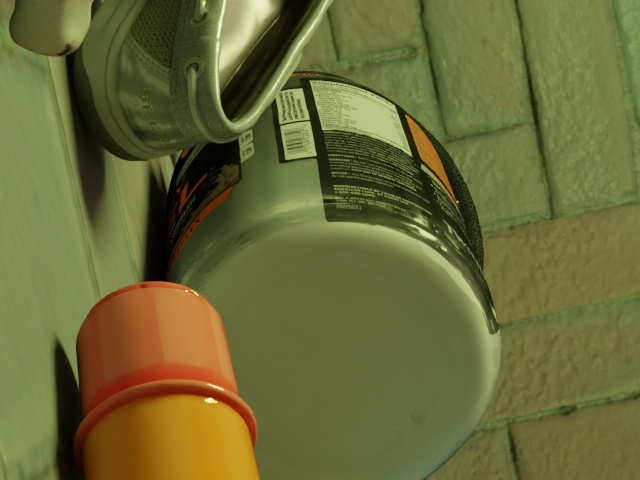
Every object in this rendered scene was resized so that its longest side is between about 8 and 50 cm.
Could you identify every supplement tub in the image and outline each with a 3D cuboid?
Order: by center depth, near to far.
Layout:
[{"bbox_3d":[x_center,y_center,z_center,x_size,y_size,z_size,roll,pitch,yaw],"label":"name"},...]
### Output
[{"bbox_3d":[-0.003,0.013,1.164,0.338,0.207,0.207,-100,177,-68],"label":"supplement tub"}]

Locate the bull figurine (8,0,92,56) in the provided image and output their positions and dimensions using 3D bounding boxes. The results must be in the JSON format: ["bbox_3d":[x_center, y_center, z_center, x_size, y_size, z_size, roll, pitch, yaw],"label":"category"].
[{"bbox_3d":[-0.115,-0.218,0.760,0.188,0.101,0.310,89,-10,-77],"label":"bull figurine"}]

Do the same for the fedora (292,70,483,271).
[{"bbox_3d":[0.000,0.000,1.700,0.152,0.334,0.334,128,-42,-50],"label":"fedora"}]

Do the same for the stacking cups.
[{"bbox_3d":[-0.051,0.144,0.619,0.096,0.096,0.316,77,-3,-47],"label":"stacking cups"}]

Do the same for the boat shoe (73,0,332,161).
[{"bbox_3d":[-0.021,-0.174,0.983,0.320,0.103,0.118,-58,132,-31],"label":"boat shoe"}]
